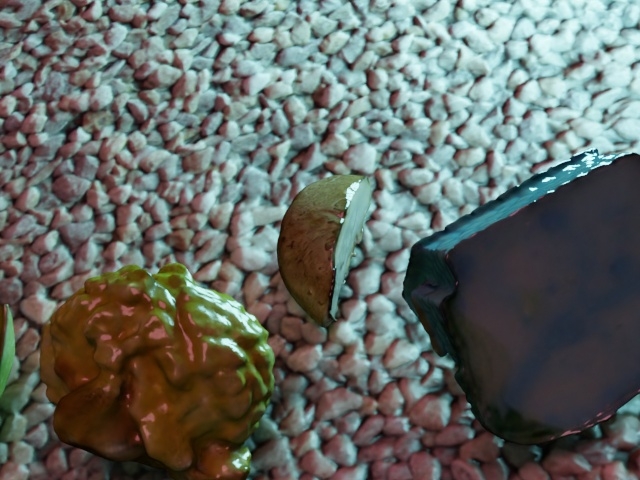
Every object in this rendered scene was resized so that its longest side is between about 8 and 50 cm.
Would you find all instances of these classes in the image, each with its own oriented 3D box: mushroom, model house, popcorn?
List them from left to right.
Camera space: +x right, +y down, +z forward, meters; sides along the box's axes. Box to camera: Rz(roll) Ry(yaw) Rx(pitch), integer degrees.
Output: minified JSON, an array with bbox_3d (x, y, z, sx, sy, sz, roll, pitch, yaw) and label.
[{"bbox_3d":[-0.161,0.149,1.374,0.237,0.206,0.251,-12,65,-17],"label":"popcorn"},{"bbox_3d":[-0.001,0.000,1.536,0.094,0.072,0.210,0,51,26],"label":"mushroom"},{"bbox_3d":[0.211,0.055,1.388,0.261,0.226,0.241,-27,12,-13],"label":"model house"}]

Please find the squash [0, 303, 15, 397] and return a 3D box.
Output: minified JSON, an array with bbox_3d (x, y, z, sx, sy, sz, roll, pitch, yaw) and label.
[{"bbox_3d":[-0.443,0.194,1.435,0.236,0.204,0.155,-5,26,13],"label":"squash"}]
